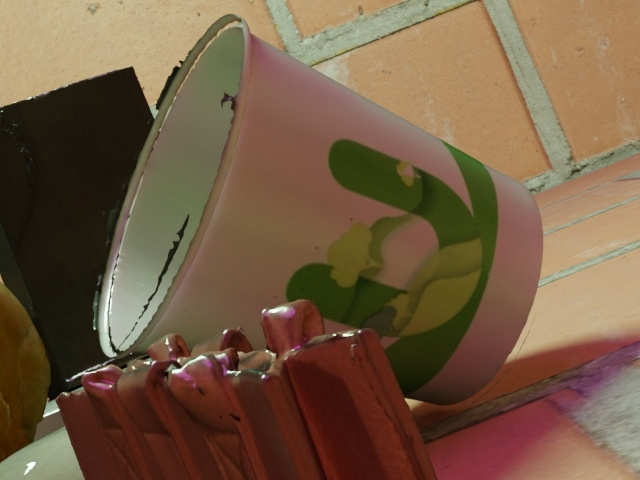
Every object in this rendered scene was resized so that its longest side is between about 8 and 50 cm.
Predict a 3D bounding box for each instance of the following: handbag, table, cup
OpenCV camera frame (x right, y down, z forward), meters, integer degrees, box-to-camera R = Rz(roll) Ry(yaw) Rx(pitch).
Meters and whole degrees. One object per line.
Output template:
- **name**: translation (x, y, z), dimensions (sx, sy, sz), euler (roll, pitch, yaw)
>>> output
- **handbag**: translation (-0.022, 0.106, 0.402), dimensions (0.059, 0.157, 0.212), euler (-23, 3, -29)
- **table**: translation (-0.242, 0.003, 1.205), dimensions (0.196, 0.282, 0.250), euler (-22, -5, -19)
- **cup**: translation (0.000, 0.000, 0.834), dimensions (0.274, 0.253, 0.253), euler (21, -16, -22)

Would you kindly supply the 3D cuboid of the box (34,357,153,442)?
- **box**: translation (-0.129, 0.153, 0.998), dimensions (0.261, 0.111, 0.194), euler (-21, 0, -8)

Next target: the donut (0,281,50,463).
- **donut**: translation (-0.318, 0.118, 0.658), dimensions (0.330, 0.330, 0.160), euler (-22, 41, 3)

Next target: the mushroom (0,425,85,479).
- **mushroom**: translation (-0.129, 0.167, 0.529), dimensions (0.128, 0.128, 0.350), euler (-21, 5, 26)
